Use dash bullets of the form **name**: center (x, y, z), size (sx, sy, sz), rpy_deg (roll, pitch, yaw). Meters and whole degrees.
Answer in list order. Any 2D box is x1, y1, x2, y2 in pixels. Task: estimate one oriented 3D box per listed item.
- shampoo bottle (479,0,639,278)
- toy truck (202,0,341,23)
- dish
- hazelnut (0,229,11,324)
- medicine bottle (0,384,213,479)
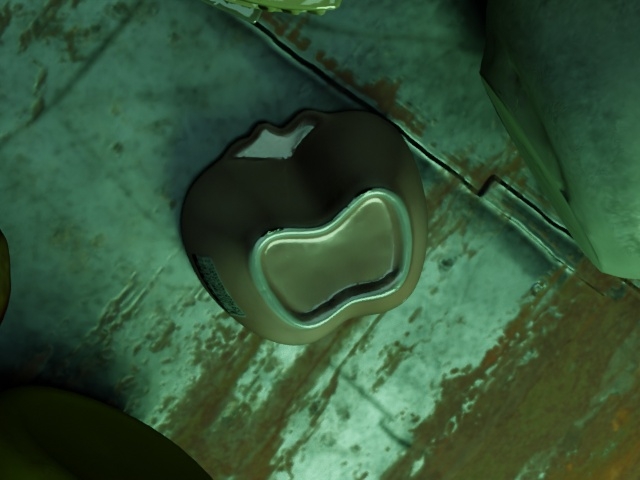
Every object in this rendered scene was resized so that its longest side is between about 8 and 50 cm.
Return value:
- **shampoo bottle**: center (0.292, -0.133, 1.343), size (0.317, 0.322, 0.322), rpy_deg (-21, 116, -1)
- **toy truck**: center (0.002, -0.345, 1.212), size (0.181, 0.254, 0.405), rpy_deg (22, 100, -19)
- **dish**: center (0.000, 0.000, 1.432), size (0.213, 0.090, 0.213), rpy_deg (-6, 113, -15)
- **hazelnut**: center (-0.349, 0.030, 1.281), size (0.251, 0.217, 0.217), rpy_deg (17, 107, -47)
- **medicine bottle**: center (-0.249, 0.328, 1.409), size (0.224, 0.224, 0.384), rpy_deg (25, 101, -24)
